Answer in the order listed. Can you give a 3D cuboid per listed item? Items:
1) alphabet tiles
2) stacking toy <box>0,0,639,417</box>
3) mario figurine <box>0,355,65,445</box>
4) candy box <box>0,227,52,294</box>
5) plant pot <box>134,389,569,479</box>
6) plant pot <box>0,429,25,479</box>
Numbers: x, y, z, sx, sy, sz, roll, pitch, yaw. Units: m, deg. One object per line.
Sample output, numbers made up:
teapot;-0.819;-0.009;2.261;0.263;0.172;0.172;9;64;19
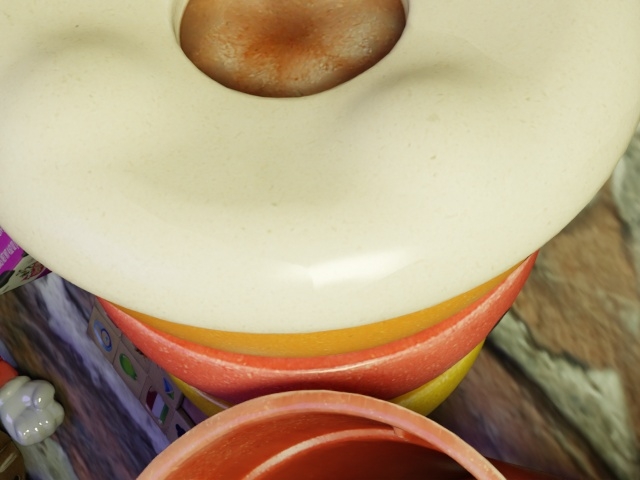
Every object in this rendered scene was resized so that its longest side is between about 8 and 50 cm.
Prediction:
alphabet tiles;-0.106;0.072;1.426;0.198;0.009;0.237;50;143;22
stacking toy;0.000;0.000;1.057;0.350;0.350;0.480;45;160;28
mario figurine;-0.339;0.111;1.595;0.170;0.198;0.321;0;94;25
candy box;-0.277;-0.089;1.501;0.233;0.071;0.159;61;146;8
plant pot;0.054;0.222;0.982;0.272;0.265;0.272;-4;82;26
plant pot;-0.381;0.226;1.774;0.165;0.167;0.167;9;118;42
